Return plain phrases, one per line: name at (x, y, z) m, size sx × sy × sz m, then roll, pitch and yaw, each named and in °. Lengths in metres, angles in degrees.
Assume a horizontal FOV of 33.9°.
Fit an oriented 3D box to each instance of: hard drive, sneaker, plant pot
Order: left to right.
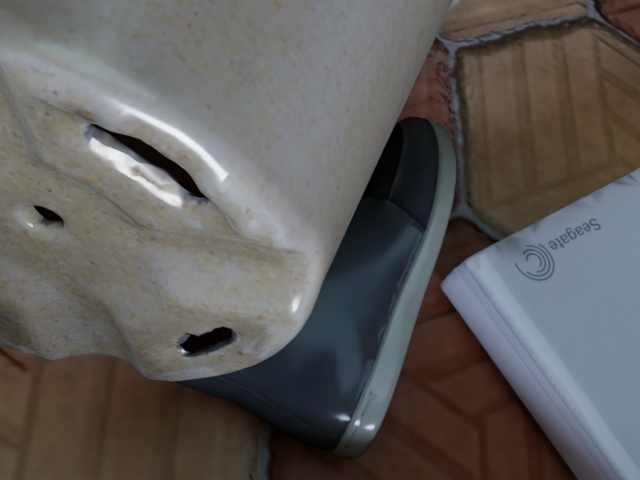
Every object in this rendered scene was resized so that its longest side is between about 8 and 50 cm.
plant pot at (-0.075, -0.117, 0.484) m, size 0.334 × 0.334 × 0.305 m, roll 22°, pitch 57°, yaw -9°
sneaker at (0.000, 0.000, 0.591) m, size 0.118 × 0.083 × 0.222 m, roll 23°, pitch 56°, yaw -7°
hard drive at (0.263, 0.119, 0.649) m, size 0.233 × 0.047 × 0.353 m, roll -25°, pitch 72°, yaw -32°
